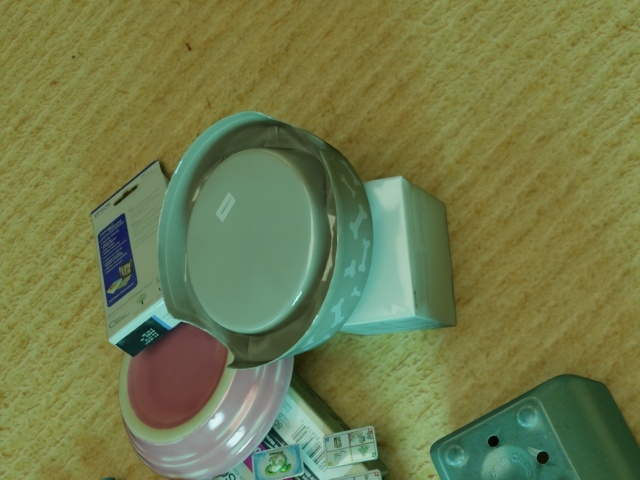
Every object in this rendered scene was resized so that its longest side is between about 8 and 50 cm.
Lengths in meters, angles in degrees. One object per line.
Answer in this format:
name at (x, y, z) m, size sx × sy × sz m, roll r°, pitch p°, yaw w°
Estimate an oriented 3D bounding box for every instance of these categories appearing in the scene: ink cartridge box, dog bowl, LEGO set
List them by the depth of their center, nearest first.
dog bowl at (-0.075, 0.002, 1.448) m, size 0.349 × 0.102 × 0.348 m, roll -6°, pitch 80°, yaw 41°
LEGO set at (-0.025, 0.377, 1.503) m, size 0.244 × 0.060 × 0.182 m, roll -14°, pitch 55°, yaw 9°
ink cartridge box at (-0.047, 0.332, 1.600) m, size 0.235 × 0.088 × 0.193 m, roll 44°, pitch 98°, yaw 21°
ink cartridge box at (-0.278, 0.020, 1.705) m, size 0.165 × 0.065 × 0.332 m, roll -37°, pitch 40°, yaw 14°

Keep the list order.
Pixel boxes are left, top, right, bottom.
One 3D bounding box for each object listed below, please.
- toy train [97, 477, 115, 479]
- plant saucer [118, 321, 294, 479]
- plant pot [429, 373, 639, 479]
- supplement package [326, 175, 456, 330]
toy train at (-0.406, 0.497, 1.721) m, size 0.248 × 0.105 × 0.143 m, roll -32°, pitch 61°, yaw 15°
plant saucer at (-0.192, 0.197, 1.620) m, size 0.332 × 0.084 × 0.332 m, roll -20°, pitch 55°, yaw 32°
plant pot at (0.276, 0.314, 1.356) m, size 0.247 × 0.252 × 0.247 m, roll -32°, pitch 59°, yaw 16°
supplement package at (0.089, 0.030, 1.526) m, size 0.149 × 0.203 × 0.194 m, roll -9°, pitch 78°, yaw 22°
